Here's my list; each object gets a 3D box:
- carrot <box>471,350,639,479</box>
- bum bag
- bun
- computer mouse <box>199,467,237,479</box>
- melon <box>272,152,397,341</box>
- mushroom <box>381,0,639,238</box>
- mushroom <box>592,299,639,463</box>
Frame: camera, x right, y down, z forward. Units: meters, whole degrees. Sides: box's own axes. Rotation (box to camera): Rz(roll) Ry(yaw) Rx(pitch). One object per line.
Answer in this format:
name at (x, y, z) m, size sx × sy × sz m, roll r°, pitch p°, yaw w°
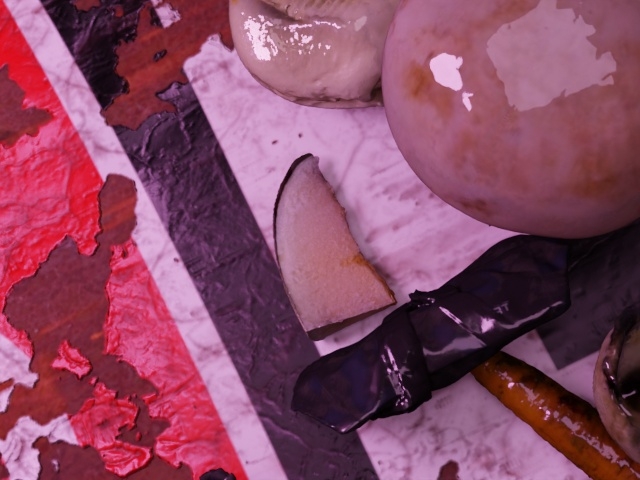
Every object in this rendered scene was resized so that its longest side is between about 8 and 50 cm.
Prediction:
carrot at (0.262, 0.189, 1.022) m, size 0.314 × 0.066 × 0.066 m, roll 36°, pitch 85°, yaw 16°
bum bag at (0.109, 0.088, 1.042) m, size 0.310 × 0.137 × 0.074 m, roll -33°, pitch 118°, yaw 2°
bun at (0.023, -0.221, 1.116) m, size 0.230 × 0.145 × 0.229 m, roll -9°, pitch 42°, yaw 8°
computer mouse at (-0.115, 0.356, 0.988) m, size 0.168 × 0.087 × 0.295 m, roll -26°, pitch 50°, yaw 45°
melon at (-0.006, 0.005, 1.110) m, size 0.098 × 0.054 × 0.182 m, roll -27°, pitch 75°, yaw -4°
mushroom at (0.201, -0.145, 0.990) m, size 0.298 × 0.290 × 0.297 m, roll -1°, pitch 85°, yaw 6°
mushroom at (0.394, 0.184, 0.950) m, size 0.344 × 0.130 × 0.247 m, roll 25°, pitch 64°, yaw 13°
